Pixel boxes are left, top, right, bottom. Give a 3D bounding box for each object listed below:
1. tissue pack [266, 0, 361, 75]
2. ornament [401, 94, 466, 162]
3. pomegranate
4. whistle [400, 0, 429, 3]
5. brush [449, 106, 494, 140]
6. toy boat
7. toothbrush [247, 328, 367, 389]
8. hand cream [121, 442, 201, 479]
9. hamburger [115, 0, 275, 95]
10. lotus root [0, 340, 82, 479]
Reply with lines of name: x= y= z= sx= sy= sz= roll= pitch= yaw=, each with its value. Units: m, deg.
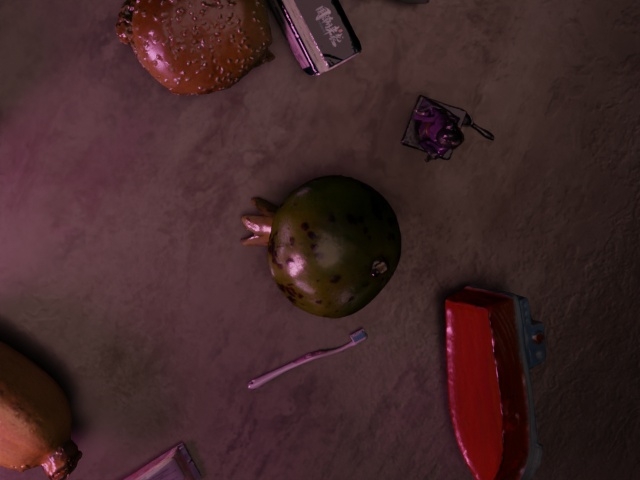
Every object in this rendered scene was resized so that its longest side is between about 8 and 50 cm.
tissue pack: x=-0.017 y=-0.328 z=1.497 sx=0.090 sy=0.103 sz=0.170 roll=-27 pitch=101 yaw=-6
ornament: x=0.168 y=-0.150 z=1.497 sx=0.088 sy=0.203 sz=0.081 roll=18 pitch=104 yaw=-3
pomegranate: x=0.000 y=0.000 z=1.519 sx=0.211 sy=0.263 sz=0.211 roll=-28 pitch=129 yaw=-41
whistle: x=0.125 y=-0.399 z=1.506 sx=0.244 sy=0.110 sz=0.092 roll=3 pitch=64 yaw=-5
brush: x=0.234 y=-0.178 z=1.595 sx=0.083 sy=0.008 sz=0.024 roll=33 pitch=93 yaw=-10
toy boat: x=0.285 y=0.234 z=1.606 sx=0.133 sy=0.145 sz=0.332 roll=-12 pitch=102 yaw=-32
toothbrush: x=-0.020 y=0.188 z=1.620 sx=0.204 sy=0.017 sz=0.022 roll=-25 pitch=111 yaw=-2
hand cream: x=-0.294 y=0.391 z=1.612 sx=0.209 sy=0.043 sz=0.067 roll=-27 pitch=103 yaw=-7
hamburger: x=-0.180 y=-0.302 z=1.475 sx=0.215 sy=0.122 sz=0.189 roll=-17 pitch=102 yaw=-1
lotus root: x=-0.471 y=0.236 z=1.521 sx=0.303 sy=0.131 sz=0.146 roll=43 pitch=115 yaw=-10
